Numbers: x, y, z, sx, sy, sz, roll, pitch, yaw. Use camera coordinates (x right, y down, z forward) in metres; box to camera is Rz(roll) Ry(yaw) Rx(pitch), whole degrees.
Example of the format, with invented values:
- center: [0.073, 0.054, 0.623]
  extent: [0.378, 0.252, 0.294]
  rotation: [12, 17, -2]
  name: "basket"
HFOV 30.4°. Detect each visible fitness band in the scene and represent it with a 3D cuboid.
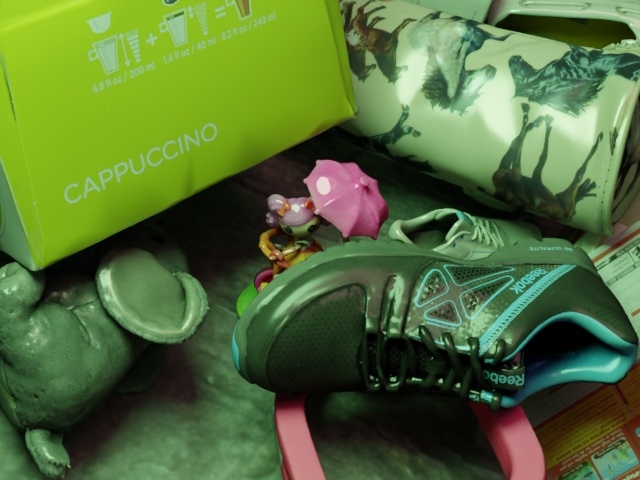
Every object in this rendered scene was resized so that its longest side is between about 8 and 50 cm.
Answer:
- center: [0.069, 0.166, 0.988]
  extent: [0.209, 0.054, 0.291]
  rotation: [-8, 31, -8]
  name: "fitness band"

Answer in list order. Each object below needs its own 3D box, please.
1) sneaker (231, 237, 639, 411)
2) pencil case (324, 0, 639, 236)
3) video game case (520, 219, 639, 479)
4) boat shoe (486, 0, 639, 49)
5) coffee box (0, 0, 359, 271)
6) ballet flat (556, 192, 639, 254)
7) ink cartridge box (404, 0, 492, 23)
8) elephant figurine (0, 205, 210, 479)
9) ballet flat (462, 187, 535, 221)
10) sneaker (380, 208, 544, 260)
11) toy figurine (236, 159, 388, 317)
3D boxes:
- center: [0.099, 0.075, 0.978]
  extent: [0.341, 0.125, 0.139]
  rotation: [-9, 32, -13]
  name: "sneaker"
- center: [0.134, -0.150, 1.156]
  extent: [0.410, 0.160, 0.183]
  rotation: [22, 81, 27]
  name: "pencil case"
- center: [0.278, 0.148, 1.049]
  extent: [0.025, 0.204, 0.285]
  rotation: [25, 34, -54]
  name: "video game case"
- center: [0.367, -0.217, 1.361]
  extent: [0.367, 0.135, 0.156]
  rotation: [19, 52, 2]
  name: "boat shoe"
- center: [-0.216, -0.227, 1.006]
  extent: [0.338, 0.338, 0.334]
  rotation: [-29, 33, -30]
  name: "coffee box"
- center: [0.305, -0.001, 1.191]
  extent: [0.116, 0.124, 0.342]
  rotation: [32, 53, 10]
  name: "ballet flat"
- center: [0.037, -0.366, 1.389]
  extent: [0.354, 0.119, 0.207]
  rotation: [19, 52, -2]
  name: "ink cartridge box"
- center: [-0.172, 0.053, 1.002]
  extent: [0.240, 0.185, 0.169]
  rotation: [-19, 21, -31]
  name: "elephant figurine"
- center: [0.159, -0.085, 1.255]
  extent: [0.188, 0.070, 0.070]
  rotation: [36, 54, 16]
  name: "ballet flat"
- center: [0.145, 0.001, 1.174]
  extent: [0.191, 0.083, 0.071]
  rotation: [-8, 56, -22]
  name: "sneaker"
- center: [0.000, 0.000, 1.058]
  extent: [0.173, 0.159, 0.130]
  rotation: [-1, 39, 7]
  name: "toy figurine"
